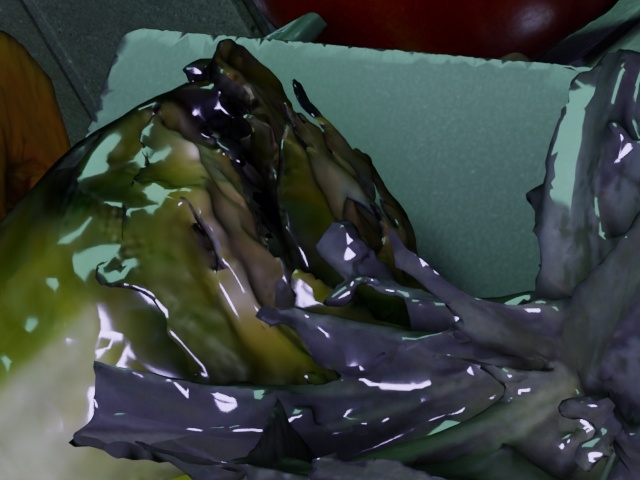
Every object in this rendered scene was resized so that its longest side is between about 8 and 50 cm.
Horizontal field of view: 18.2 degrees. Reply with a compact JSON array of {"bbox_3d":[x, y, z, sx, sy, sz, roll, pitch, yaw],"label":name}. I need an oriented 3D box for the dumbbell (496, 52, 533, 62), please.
[{"bbox_3d":[0.142,-0.063,0.873,0.231,0.092,0.082,-23,40,47],"label":"dumbbell"}]

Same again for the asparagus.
[{"bbox_3d":[-0.132,0.101,0.606,0.382,0.108,0.128,-43,38,7],"label":"asparagus"}]

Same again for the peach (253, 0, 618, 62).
[{"bbox_3d":[0.037,-0.234,1.456,0.201,0.361,0.258,-48,6,-8],"label":"peach"}]

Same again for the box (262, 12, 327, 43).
[{"bbox_3d":[-0.048,-0.043,1.259,0.163,0.135,0.243,-28,8,10],"label":"box"}]

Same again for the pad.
[{"bbox_3d":[0.000,0.000,0.650,0.211,0.003,0.143,9,72,29],"label":"pad"}]

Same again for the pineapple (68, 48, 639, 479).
[{"bbox_3d":[0.105,0.000,0.481,0.364,0.165,0.165,-39,9,-5],"label":"pineapple"}]

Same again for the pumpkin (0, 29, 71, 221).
[{"bbox_3d":[-0.208,0.048,0.818,0.225,0.303,0.256,-22,-18,9],"label":"pumpkin"}]
